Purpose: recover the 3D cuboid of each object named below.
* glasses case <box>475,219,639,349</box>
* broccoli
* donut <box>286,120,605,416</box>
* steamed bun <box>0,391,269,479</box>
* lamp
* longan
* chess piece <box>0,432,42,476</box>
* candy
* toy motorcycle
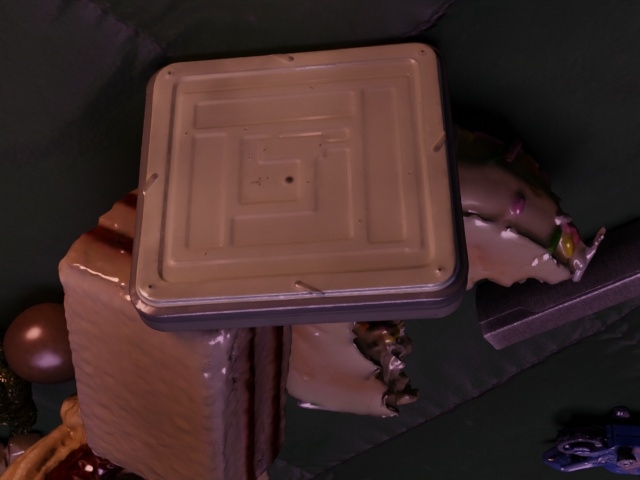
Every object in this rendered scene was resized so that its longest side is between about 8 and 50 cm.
[{"bbox_3d":[0.268,0.048,1.260,0.205,0.071,0.047,-25,132,28],"label":"glasses case"},{"bbox_3d":[-0.399,0.172,1.339,0.162,0.138,0.146,8,157,46],"label":"broccoli"},{"bbox_3d":[0.055,0.021,1.146,0.307,0.150,0.371,23,133,-24],"label":"donut"},{"bbox_3d":[-0.208,0.234,1.330,0.189,0.247,0.428,-27,167,34],"label":"steamed bun"},{"bbox_3d":[-0.019,-0.051,0.967,0.266,0.269,0.047,-5,145,4],"label":"lamp"},{"bbox_3d":[-0.308,0.119,1.318,0.113,0.092,0.113,-18,164,-5],"label":"longan"},{"bbox_3d":[-0.470,0.296,1.558,0.200,0.090,0.090,-1,143,-18],"label":"chess piece"},{"bbox_3d":[-0.129,0.111,1.083,0.179,0.135,0.321,26,139,18],"label":"candy"},{"bbox_3d":[0.412,0.283,1.563,0.205,0.076,0.114,3,149,-4],"label":"toy motorcycle"}]
